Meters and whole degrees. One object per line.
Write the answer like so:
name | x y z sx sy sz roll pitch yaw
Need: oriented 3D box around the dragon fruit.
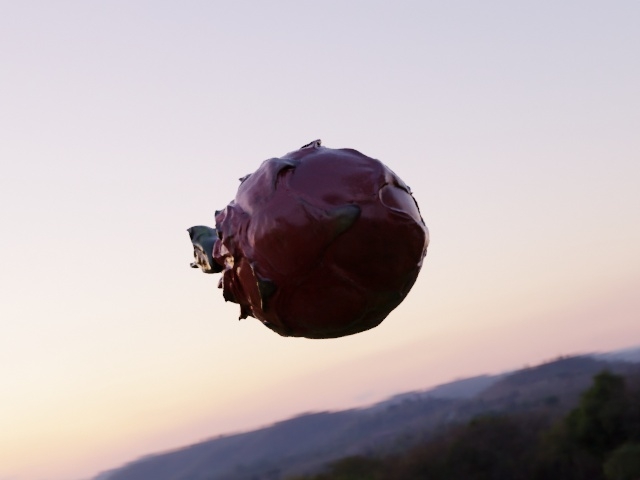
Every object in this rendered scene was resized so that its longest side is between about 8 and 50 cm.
dragon fruit | 0.000 0.000 0.901 0.209 0.172 0.172 -11 -11 -18
